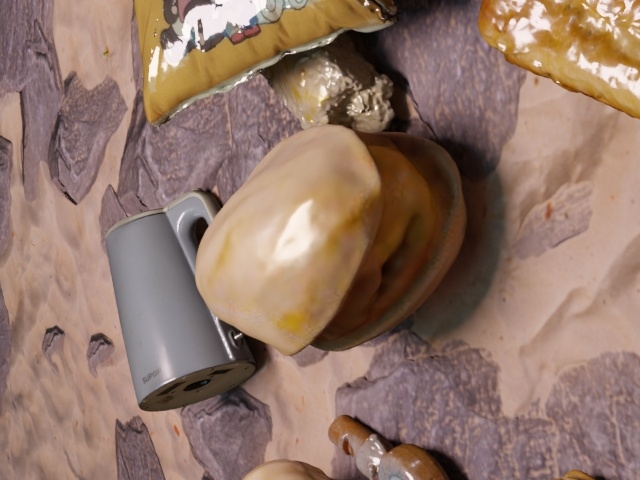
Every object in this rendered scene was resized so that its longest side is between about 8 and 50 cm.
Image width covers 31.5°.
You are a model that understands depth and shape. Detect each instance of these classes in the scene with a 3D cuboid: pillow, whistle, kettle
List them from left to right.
[{"bbox_3d":[-0.179,0.072,1.483,0.210,0.160,0.243,-33,69,34],"label":"kettle"},{"bbox_3d":[-0.074,-0.298,1.132,0.310,0.119,0.312,-19,67,32],"label":"pillow"},{"bbox_3d":[0.085,0.258,1.261,0.220,0.057,0.107,30,139,50],"label":"whistle"}]

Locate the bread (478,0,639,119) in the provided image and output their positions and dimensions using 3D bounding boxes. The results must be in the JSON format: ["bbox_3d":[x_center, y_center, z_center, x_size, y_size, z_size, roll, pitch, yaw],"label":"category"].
[{"bbox_3d":[0.278,-0.157,0.776,0.344,0.149,0.195,39,120,40],"label":"bread"}]

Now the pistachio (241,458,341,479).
[{"bbox_3d":[-0.034,0.389,1.329,0.193,0.214,0.318,42,137,37],"label":"pistachio"}]

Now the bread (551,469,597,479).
[{"bbox_3d":[0.267,0.299,1.010,0.200,0.077,0.116,45,133,32],"label":"bread"}]

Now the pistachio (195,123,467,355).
[{"bbox_3d":[0.000,0.000,1.142,0.309,0.230,0.230,-37,72,46],"label":"pistachio"}]

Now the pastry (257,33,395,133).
[{"bbox_3d":[-0.017,-0.199,1.208,0.258,0.089,0.121,60,149,25],"label":"pastry"}]
